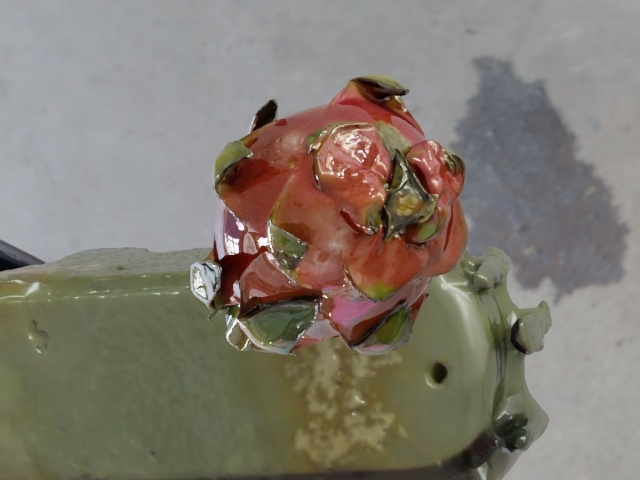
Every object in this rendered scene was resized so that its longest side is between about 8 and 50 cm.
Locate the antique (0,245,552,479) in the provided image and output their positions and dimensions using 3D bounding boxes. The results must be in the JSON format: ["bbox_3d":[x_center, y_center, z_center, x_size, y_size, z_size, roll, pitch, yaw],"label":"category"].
[{"bbox_3d":[-0.027,0.068,0.911,0.284,0.150,0.125,-2,97,18],"label":"antique"}]

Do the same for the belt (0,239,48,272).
[{"bbox_3d":[-0.235,0.075,1.082,0.218,0.128,0.122,-11,56,51],"label":"belt"}]

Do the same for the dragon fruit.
[{"bbox_3d":[0.001,0.001,0.591,0.116,0.086,0.081,112,149,-54],"label":"dragon fruit"}]
